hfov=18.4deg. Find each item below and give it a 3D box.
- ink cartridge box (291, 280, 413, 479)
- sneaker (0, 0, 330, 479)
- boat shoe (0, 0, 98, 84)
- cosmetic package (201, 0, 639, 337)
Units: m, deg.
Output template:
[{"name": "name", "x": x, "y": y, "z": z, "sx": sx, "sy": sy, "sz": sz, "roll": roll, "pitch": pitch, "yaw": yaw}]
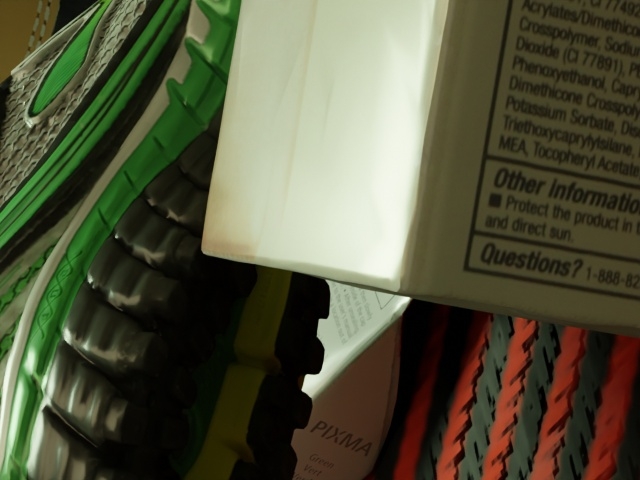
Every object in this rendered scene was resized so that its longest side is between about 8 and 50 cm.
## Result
[{"name": "ink cartridge box", "x": 0.000, "y": 0.000, "z": 0.779, "sx": 0.225, "sy": 0.056, "sz": 0.181, "roll": -44, "pitch": 39, "yaw": 23}, {"name": "sneaker", "x": -0.061, "y": -0.041, "z": 0.651, "sx": 0.146, "sy": 0.134, "sz": 0.343, "roll": 3, "pitch": 50, "yaw": 25}, {"name": "boat shoe", "x": -0.137, "y": -0.194, "z": 0.998, "sx": 0.500, "sy": 0.156, "sz": 0.187, "roll": -105, "pitch": 28, "yaw": -61}, {"name": "cosmetic package", "x": 0.078, "y": -0.125, "z": 0.525, "sx": 0.129, "sy": 0.153, "sz": 0.296, "roll": 10, "pitch": 89, "yaw": 63}]
